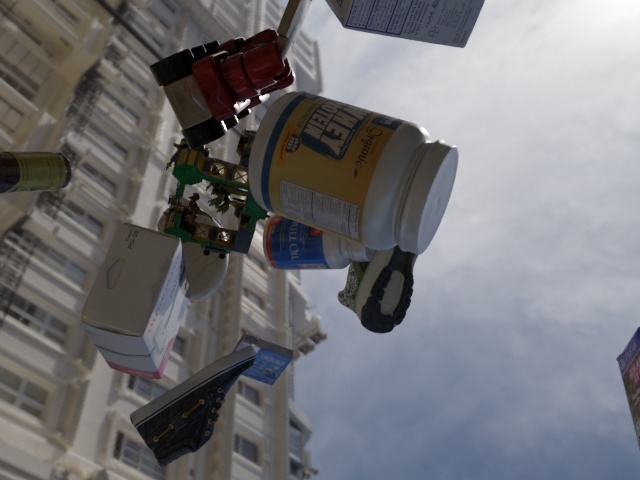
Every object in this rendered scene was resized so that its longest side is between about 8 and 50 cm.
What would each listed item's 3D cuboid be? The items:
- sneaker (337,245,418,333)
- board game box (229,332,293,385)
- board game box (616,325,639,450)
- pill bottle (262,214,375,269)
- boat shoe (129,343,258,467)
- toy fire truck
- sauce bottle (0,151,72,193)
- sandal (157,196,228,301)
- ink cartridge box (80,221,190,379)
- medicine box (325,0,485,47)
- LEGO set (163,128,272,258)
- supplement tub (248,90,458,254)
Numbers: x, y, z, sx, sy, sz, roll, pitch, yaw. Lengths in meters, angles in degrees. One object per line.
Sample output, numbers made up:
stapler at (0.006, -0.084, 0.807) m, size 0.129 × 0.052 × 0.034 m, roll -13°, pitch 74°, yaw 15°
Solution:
sneaker at (0.135, -0.008, 1.532) m, size 0.182 × 0.158 × 0.410 m, roll 15°, pitch -99°, yaw 50°
board game box at (-0.103, 0.197, 1.122) m, size 0.020 × 0.090 × 0.090 m, roll -83°, pitch -161°, yaw -46°
board game box at (0.440, 0.195, 0.696) m, size 0.141 × 0.232 × 0.291 m, roll 1°, pitch -128°, yaw 3°
pill bottle at (0.000, 0.000, 1.439) m, size 0.221 × 0.124 × 0.124 m, roll -3°, pitch -130°, yaw 24°
boat shoe at (-0.147, 0.212, 0.883) m, size 0.183 × 0.083 × 0.065 m, roll -31°, pitch 175°, yaw -9°
toy fire truck at (-0.081, -0.254, 0.907) m, size 0.246 × 0.158 × 0.217 m, roll -20°, pitch -164°, yaw 14°
sauce bottle at (-0.302, -0.066, 0.657) m, size 0.042 × 0.042 × 0.128 m, roll -27°, pitch 172°, yaw 29°
sandal at (-0.296, 0.013, 1.698) m, size 0.169 × 0.102 × 0.416 m, roll -47°, pitch -142°, yaw 9°
ink cartridge box at (-0.343, 0.126, 1.309) m, size 0.283 × 0.117 × 0.207 m, roll 103°, pitch 2°, yaw -64°
medicine box at (0.154, -0.538, 1.404) m, size 0.263 × 0.289 × 0.149 m, roll -113°, pitch -146°, yaw -45°
LEGO set at (-0.205, -0.128, 1.453) m, size 0.331 × 0.255 × 0.192 m, roll 104°, pitch -7°, yaw -55°
supplement tub at (0.037, -0.074, 0.754) m, size 0.199 × 0.144 × 0.144 m, roll 20°, pitch -114°, yaw 19°
